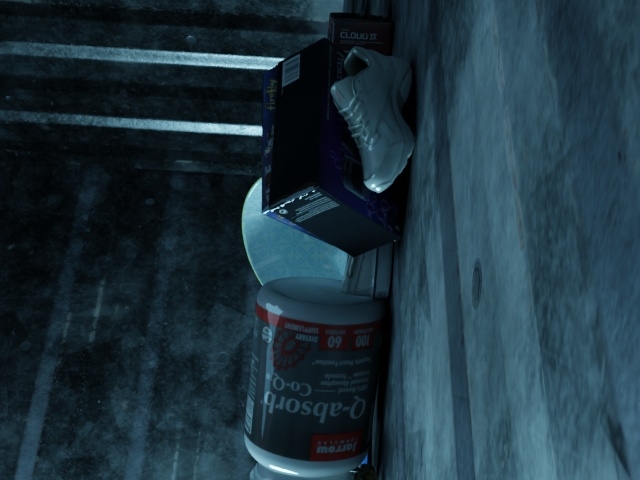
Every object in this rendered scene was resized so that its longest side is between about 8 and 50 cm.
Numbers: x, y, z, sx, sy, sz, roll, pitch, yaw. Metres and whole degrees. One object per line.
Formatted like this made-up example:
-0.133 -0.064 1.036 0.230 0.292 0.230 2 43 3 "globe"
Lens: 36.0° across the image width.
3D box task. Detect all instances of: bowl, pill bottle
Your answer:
0.011 -0.010 1.777 0.156 0.290 0.289 -26 -48 -41 "bowl"
-0.014 0.256 1.604 0.210 0.210 0.362 -96 11 -78 "pill bottle"

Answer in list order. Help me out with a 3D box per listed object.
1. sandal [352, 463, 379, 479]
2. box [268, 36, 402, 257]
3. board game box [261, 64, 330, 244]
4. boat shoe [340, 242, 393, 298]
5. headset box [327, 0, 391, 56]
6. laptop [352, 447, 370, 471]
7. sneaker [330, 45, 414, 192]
0.072 0.389 1.509 0.180 0.049 0.072 -18 -62 -76 "sandal"
0.027 -0.134 1.442 0.184 0.103 0.261 31 -130 -42 "box"
-0.018 -0.128 1.500 0.042 0.165 0.243 -23 57 37 "board game box"
0.070 -0.042 1.563 0.096 0.088 0.267 109 163 -84 "boat shoe"
0.064 -0.302 1.846 0.218 0.110 0.293 -95 8 -75 "headset box"
0.016 0.309 1.837 0.137 0.264 0.234 24 -116 -52 "laptop"
0.061 -0.170 1.362 0.090 0.115 0.232 -40 39 44 "sneaker"
